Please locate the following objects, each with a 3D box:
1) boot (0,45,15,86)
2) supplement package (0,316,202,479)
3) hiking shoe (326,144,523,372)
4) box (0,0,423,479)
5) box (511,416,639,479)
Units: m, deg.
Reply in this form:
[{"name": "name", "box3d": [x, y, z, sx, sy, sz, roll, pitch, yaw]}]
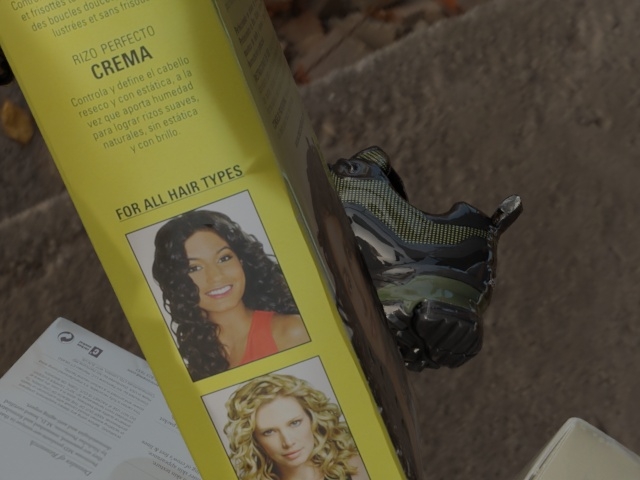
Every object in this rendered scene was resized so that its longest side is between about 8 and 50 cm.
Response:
[{"name": "boot", "box3d": [-0.327, -0.127, 1.074, 0.377, 0.138, 0.284, 39, 41, 19]}, {"name": "supplement package", "box3d": [-0.165, 0.234, 0.865, 0.199, 0.198, 0.263, 26, 46, 13]}, {"name": "hiking shoe", "box3d": [0.000, 0.000, 0.769, 0.226, 0.086, 0.114, 14, 60, 22]}, {"name": "box", "box3d": [-0.033, -0.023, 0.375, 0.087, 0.058, 0.232, -87, 156, -69]}, {"name": "box", "box3d": [0.137, 0.196, 0.771, 0.113, 0.275, 0.094, 34, 71, 11]}]
